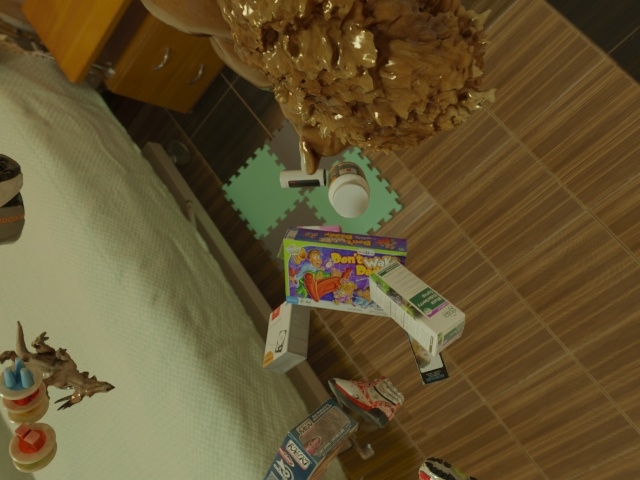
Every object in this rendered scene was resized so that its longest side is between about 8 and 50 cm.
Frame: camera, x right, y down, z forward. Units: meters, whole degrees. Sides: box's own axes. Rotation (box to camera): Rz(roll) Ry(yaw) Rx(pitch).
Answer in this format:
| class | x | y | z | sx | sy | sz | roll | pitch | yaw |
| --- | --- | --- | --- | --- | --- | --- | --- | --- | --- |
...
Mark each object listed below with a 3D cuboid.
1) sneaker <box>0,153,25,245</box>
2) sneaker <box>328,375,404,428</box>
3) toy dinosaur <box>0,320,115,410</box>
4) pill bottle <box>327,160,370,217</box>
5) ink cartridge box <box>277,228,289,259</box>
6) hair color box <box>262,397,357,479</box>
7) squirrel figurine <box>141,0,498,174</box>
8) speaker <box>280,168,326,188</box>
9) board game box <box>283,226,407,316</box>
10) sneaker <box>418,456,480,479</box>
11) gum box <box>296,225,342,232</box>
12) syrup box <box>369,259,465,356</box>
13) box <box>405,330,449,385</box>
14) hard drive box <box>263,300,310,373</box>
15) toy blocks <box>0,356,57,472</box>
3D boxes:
| class | x | y | z | sx | sy | sz | roll | pitch | yaw |
| --- | --- | --- | --- | --- | --- | --- | --- | --- | --- |
| sneaker | -0.388 | 0.009 | 0.330 | 0.100 | 0.271 | 0.108 | 34 | 130 | 24 |
| sneaker | 0.162 | 0.527 | 1.415 | 0.270 | 0.145 | 0.090 | 18 | 135 | 47 |
| toy dinosaur | -0.728 | 0.352 | 1.088 | 0.295 | 0.127 | 0.200 | 33 | 148 | 7 |
| pill bottle | 0.109 | -0.201 | 1.583 | 0.162 | 0.278 | 0.162 | 0 | 116 | 0 |
| ink cartridge box | -0.120 | 0.044 | 1.752 | 0.109 | 0.209 | 0.062 | 24 | 123 | -8 |
| hair color box | -0.049 | 0.605 | 1.091 | 0.105 | 0.174 | 0.347 | 38 | 123 | 25 |
| squirrel figurine | -0.008 | -0.221 | 0.472 | 0.281 | 0.370 | 0.397 | -34 | 49 | -1 |
| speaker | -0.053 | -0.187 | 1.221 | 0.136 | 0.055 | 0.055 | -1 | 93 | 10 |
| board game box | 0.069 | 0.095 | 1.201 | 0.347 | 0.078 | 0.233 | 6 | 121 | 10 |
| sneaker | 0.432 | 0.784 | 1.231 | 0.279 | 0.107 | 0.118 | 26 | 112 | 28 |
| gum box | 0.000 | 0.000 | 1.615 | 0.188 | 0.062 | 0.107 | -1 | 78 | 14 |
| syrup box | 0.231 | 0.160 | 0.998 | 0.237 | 0.093 | 0.096 | 41 | 151 | 41 |
| box | 0.336 | 0.317 | 1.359 | 0.087 | 0.169 | 0.290 | -19 | 79 | 8 |
| hard drive box | -0.126 | 0.357 | 1.528 | 0.181 | 0.089 | 0.232 | -44 | 31 | 39 |
| toy blocks | -0.400 | 0.235 | 0.550 | 0.123 | 0.054 | 0.148 | 57 | 139 | 27 |
